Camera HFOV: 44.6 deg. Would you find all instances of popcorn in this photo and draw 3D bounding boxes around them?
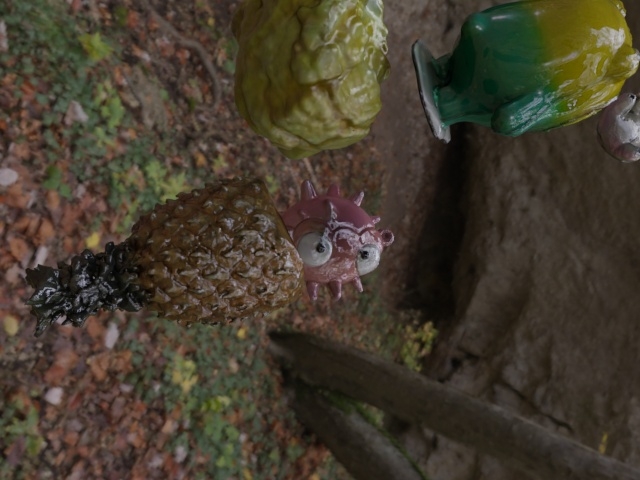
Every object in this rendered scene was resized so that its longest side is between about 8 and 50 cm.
[{"bbox_3d":[-0.031,-0.320,1.351,0.293,0.292,0.334,65,23,-58],"label":"popcorn"}]

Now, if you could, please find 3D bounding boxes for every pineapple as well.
[{"bbox_3d":[-0.206,0.039,1.040,0.362,0.202,0.202,-17,150,-12],"label":"pineapple"}]

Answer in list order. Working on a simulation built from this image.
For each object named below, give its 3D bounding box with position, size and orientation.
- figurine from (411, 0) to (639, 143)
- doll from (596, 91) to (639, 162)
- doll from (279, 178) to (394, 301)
[{"bbox_3d":[0.336,-0.291,1.279,0.323,0.340,0.231,-86,154,-44],"label":"figurine"},{"bbox_3d":[0.573,-0.194,1.374,0.095,0.192,0.149,159,-80,-68],"label":"doll"},{"bbox_3d":[0.000,0.000,1.336,0.093,0.262,0.211,136,-43,-69],"label":"doll"}]
